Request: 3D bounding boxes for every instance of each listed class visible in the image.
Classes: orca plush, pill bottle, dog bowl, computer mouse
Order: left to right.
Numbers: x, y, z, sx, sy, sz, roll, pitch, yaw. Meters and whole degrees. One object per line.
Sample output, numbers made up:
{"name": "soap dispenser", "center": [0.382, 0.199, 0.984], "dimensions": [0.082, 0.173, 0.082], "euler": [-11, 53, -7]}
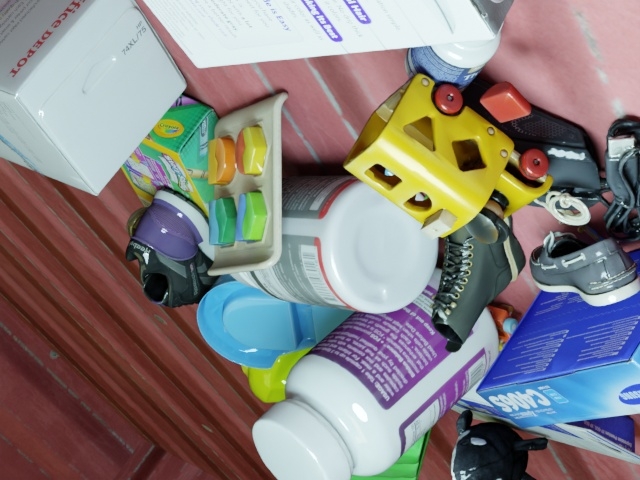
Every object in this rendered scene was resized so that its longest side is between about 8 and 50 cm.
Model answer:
{"name": "dog bowl", "center": [-0.019, 0.097, 1.900], "dimensions": [0.297, 0.074, 0.166], "euler": [1, 131, 11]}
{"name": "pill bottle", "center": [0.000, 0.000, 1.690], "dimensions": [0.161, 0.161, 0.283], "euler": [46, 159, -26]}
{"name": "pill bottle", "center": [0.065, 0.175, 1.660], "dimensions": [0.169, 0.301, 0.169], "euler": [34, 145, 28]}
{"name": "pill bottle", "center": [0.120, -0.176, 1.218], "dimensions": [0.067, 0.067, 0.120], "euler": [36, 161, 0]}
{"name": "orca plush", "center": [0.263, 0.301, 1.842], "dimensions": [0.102, 0.151, 0.287], "euler": [-17, 152, 19]}
{"name": "computer mouse", "center": [0.191, -0.079, 1.317], "dimensions": [0.272, 0.072, 0.188], "euler": [26, 160, 25]}

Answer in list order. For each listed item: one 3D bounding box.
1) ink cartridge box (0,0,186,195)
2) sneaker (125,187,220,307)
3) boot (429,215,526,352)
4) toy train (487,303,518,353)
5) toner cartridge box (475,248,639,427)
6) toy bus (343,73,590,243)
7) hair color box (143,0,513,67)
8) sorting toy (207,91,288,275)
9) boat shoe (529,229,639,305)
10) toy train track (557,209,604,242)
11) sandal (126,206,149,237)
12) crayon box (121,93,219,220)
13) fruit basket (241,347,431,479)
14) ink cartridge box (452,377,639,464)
{"name": "ink cartridge box", "center": [-0.352, -0.218, 1.722], "dimensions": [0.270, 0.198, 0.197], "euler": [21, 156, 37]}
{"name": "sneaker", "center": [-0.200, 0.049, 1.948], "dimensions": [0.107, 0.124, 0.283], "euler": [23, 159, 31]}
{"name": "boot", "center": [0.153, 0.022, 1.520], "dimensions": [0.077, 0.137, 0.198], "euler": [16, 152, 44]}
{"name": "toy train", "center": [0.203, 0.105, 1.774], "dimensions": [0.166, 0.046, 0.125], "euler": [9, 147, 46]}
{"name": "toner cartridge box", "center": [0.296, 0.098, 1.415], "dimensions": [0.075, 0.165, 0.348], "euler": [37, 161, -8]}
{"name": "toy bus", "center": [0.121, -0.053, 1.249], "dimensions": [0.202, 0.104, 0.191], "euler": [13, 148, 30]}
{"name": "hair color box", "center": [-0.015, -0.251, 1.134], "dimensions": [0.338, 0.110, 0.185], "euler": [3, 143, 43]}
{"name": "sorting toy", "center": [-0.095, -0.065, 1.654], "dimensions": [0.038, 0.208, 0.193], "euler": [7, 173, -25]}
{"name": "boat shoe", "center": [0.259, 0.014, 1.387], "dimensions": [0.065, 0.075, 0.206], "euler": [66, 172, -11]}
{"name": "toy train track", "center": [0.275, -0.008, 1.430], "dimensions": [0.083, 0.014, 0.048], "euler": [39, 161, -10]}
{"name": "sandal", "center": [-0.247, -0.004, 2.003], "dimensions": [0.049, 0.072, 0.180], "euler": [44, 167, 26]}
{"name": "crayon box", "center": [-0.195, -0.103, 1.898], "dimensions": [0.165, 0.081, 0.278], "euler": [26, 159, 25]}
{"name": "fruit basket", "center": [-0.002, 0.228, 2.121], "dimensions": [0.392, 0.283, 0.392], "euler": [15, 157, 6]}
{"name": "ink cartridge box", "center": [0.274, 0.216, 1.811], "dimensions": [0.175, 0.069, 0.371], "euler": [29, 170, -36]}
